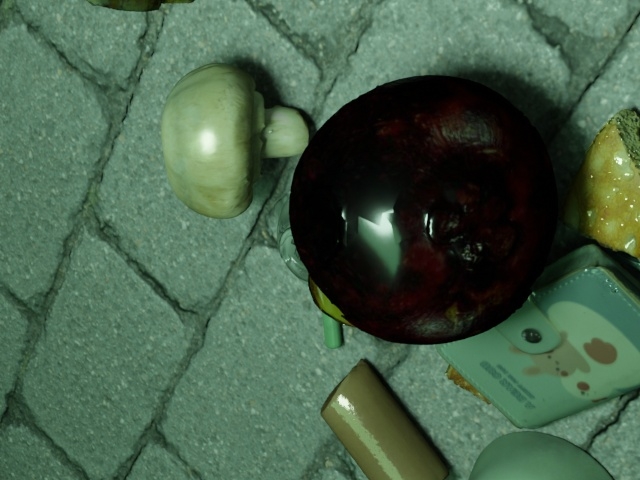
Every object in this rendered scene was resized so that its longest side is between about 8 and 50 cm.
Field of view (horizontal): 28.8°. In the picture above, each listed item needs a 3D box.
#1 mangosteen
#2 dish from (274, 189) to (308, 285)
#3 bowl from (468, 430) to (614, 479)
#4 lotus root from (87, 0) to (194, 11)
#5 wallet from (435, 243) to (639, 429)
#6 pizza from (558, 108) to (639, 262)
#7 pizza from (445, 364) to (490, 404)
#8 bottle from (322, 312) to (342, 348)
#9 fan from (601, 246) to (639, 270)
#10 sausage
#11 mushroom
[{"bbox_3d":[0.119,-0.037,1.753,0.421,0.381,0.381,-7,109,47],"label":"mangosteen"},{"bbox_3d":[0.000,0.000,2.071,0.224,0.078,0.246,43,132,13],"label":"dish"},{"bbox_3d":[0.341,0.467,2.009,0.289,0.146,0.289,18,123,29],"label":"bowl"},{"bbox_3d":[-0.275,-0.535,1.903,0.250,0.250,0.346,31,124,21],"label":"lotus root"},{"bbox_3d":[0.352,0.151,1.854,0.252,0.083,0.360,44,135,-14],"label":"wallet"},{"bbox_3d":[0.421,-0.052,1.723,0.188,0.081,0.204,65,148,23],"label":"pizza"},{"bbox_3d":[0.245,0.215,2.033,0.099,0.029,0.100,4,113,45],"label":"pizza"},{"bbox_3d":[0.020,0.146,2.166,0.030,0.030,0.083,11,118,34],"label":"bottle"},{"bbox_3d":[0.485,0.047,1.759,0.193,0.016,0.038,25,124,24],"label":"fan"},{"bbox_3d":[0.102,0.338,2.144,0.253,0.123,0.123,53,134,4],"label":"sausage"},{"bbox_3d":[-0.136,-0.160,2.011,0.234,0.260,0.254,1,109,-2],"label":"mushroom"}]
